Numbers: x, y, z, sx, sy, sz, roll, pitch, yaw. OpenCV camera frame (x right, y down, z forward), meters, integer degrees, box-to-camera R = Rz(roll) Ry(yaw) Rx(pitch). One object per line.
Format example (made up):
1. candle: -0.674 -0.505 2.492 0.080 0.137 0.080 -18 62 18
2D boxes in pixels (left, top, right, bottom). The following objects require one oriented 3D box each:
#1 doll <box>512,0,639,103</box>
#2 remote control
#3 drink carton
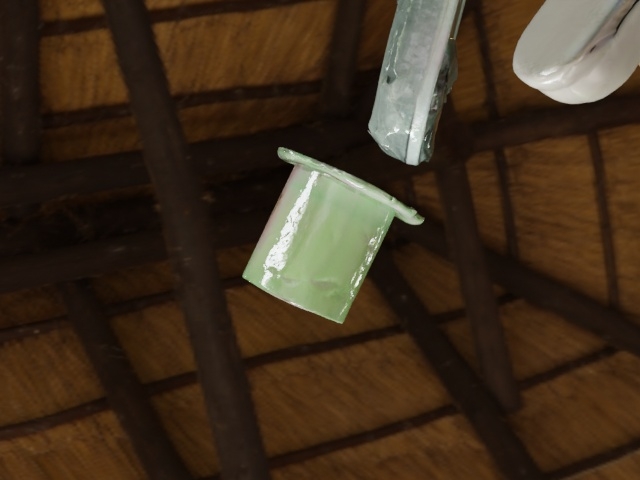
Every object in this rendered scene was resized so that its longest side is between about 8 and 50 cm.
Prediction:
1. doll: 0.324 -0.103 0.831 0.348 0.161 0.423 -34 -68 -9
2. remote control: 0.084 -0.174 0.839 0.052 0.104 0.247 14 -101 6
3. drink carton: 0.000 0.000 1.215 0.142 0.146 0.144 -63 -31 -1
